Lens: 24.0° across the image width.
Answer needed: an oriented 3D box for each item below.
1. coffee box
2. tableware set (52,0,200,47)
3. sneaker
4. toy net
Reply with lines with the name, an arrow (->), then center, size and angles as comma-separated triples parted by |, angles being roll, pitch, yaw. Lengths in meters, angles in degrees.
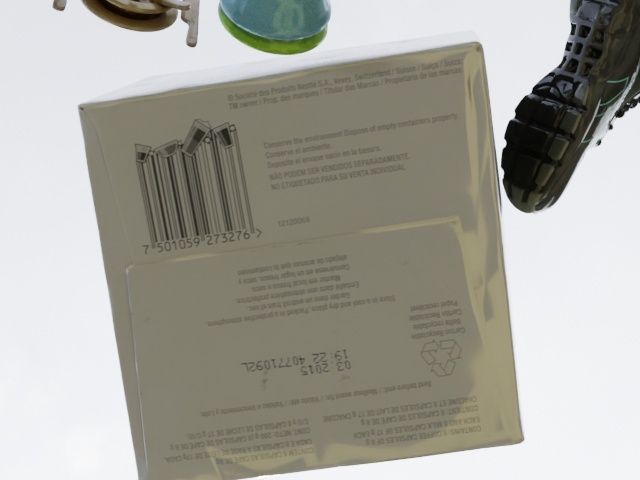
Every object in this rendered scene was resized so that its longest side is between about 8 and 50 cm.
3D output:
coffee box -> 0.000, 0.000, 1.386 | 0.337, 0.334, 0.338 | -7, -81, 6
tableware set -> -0.157, -0.244, 1.295 | 0.128, 0.194, 0.039 | 14, -53, -14
sneaker -> 0.260, -0.139, 1.387 | 0.106, 0.101, 0.267 | 23, -84, -32
toy net -> -0.046, -0.210, 0.946 | 0.122, 0.232, 0.045 | 10, -45, -4
